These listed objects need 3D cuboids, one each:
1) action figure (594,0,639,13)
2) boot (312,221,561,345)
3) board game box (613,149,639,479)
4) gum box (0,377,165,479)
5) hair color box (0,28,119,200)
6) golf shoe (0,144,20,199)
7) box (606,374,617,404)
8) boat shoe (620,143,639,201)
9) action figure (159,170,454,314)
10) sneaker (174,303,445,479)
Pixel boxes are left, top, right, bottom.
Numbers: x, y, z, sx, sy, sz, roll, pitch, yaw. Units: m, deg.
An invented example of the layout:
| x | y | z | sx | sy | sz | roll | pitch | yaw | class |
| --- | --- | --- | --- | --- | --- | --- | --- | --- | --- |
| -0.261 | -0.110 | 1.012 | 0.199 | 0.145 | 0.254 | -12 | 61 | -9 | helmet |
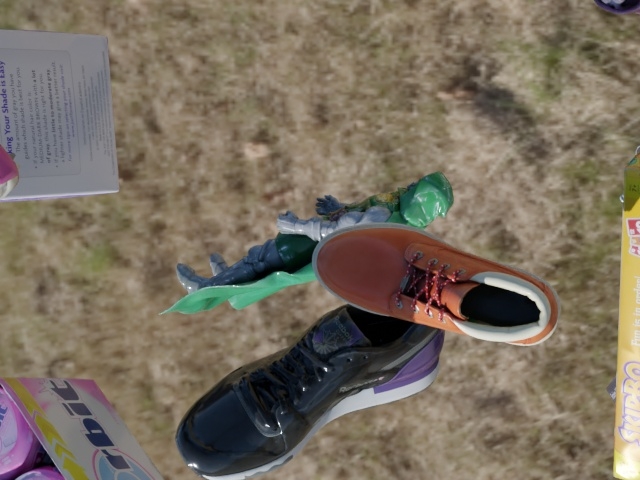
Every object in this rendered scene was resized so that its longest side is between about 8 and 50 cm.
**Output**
| x | y | z | sx | sy | sz | roll | pitch | yaw | class |
| --- | --- | --- | --- | --- | --- | --- | --- | --- | --- |
| 0.326 | -0.333 | 1.269 | 0.370 | 0.248 | 0.276 | 44 | 171 | 16 | action figure |
| 0.066 | 0.025 | 0.689 | 0.157 | 0.084 | 0.059 | 13 | 93 | 11 | boot |
| 0.241 | 0.030 | 0.805 | 0.039 | 0.124 | 0.260 | 12 | 118 | 28 | board game box |
| -0.137 | 0.163 | 0.680 | 0.062 | 0.107 | 0.188 | -43 | 71 | 9 | gum box |
| -0.387 | -0.130 | 1.232 | 0.110 | 0.338 | 0.185 | -2 | 93 | 42 | hair color box |
| -0.344 | -0.034 | 0.883 | 0.306 | 0.140 | 0.115 | -1 | 137 | 46 | golf shoe |
| 0.475 | 0.241 | 1.484 | 0.207 | 0.108 | 0.153 | 61 | 178 | 19 | box |
| 0.457 | -0.059 | 1.612 | 0.075 | 0.064 | 0.206 | 97 | 175 | -57 | boat shoe |
| 0.000 | 0.000 | 0.873 | 0.232 | 0.137 | 0.064 | -20 | 91 | 29 | action figure |
| -0.009 | 0.115 | 1.068 | 0.107 | 0.283 | 0.124 | 52 | 155 | 29 | sneaker |
